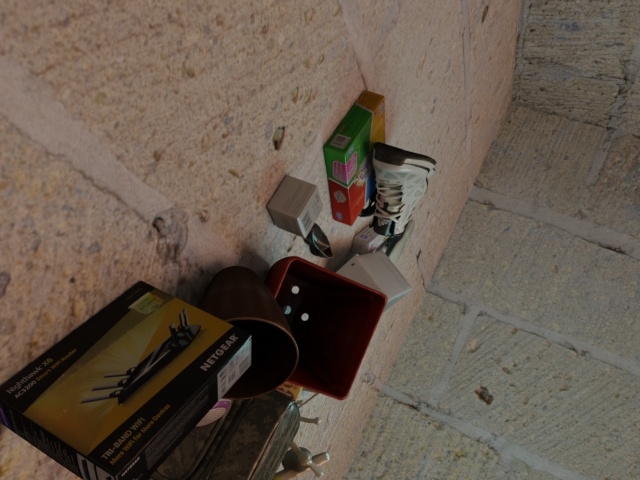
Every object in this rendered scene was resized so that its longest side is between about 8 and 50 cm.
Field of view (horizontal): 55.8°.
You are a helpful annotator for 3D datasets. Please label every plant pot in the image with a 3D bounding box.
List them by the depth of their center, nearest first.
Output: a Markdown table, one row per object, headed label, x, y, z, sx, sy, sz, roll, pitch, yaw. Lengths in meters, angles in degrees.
| label | x | y | z | sx | sy | sz | roll | pitch | yaw |
| --- | --- | --- | --- | --- | --- | --- | --- | --- | --- |
| plant pot | -0.167 | 0.161 | 1.224 | 0.230 | 0.215 | 0.215 | -106 | -161 | -53 |
| plant pot | -0.045 | 0.189 | 1.464 | 0.267 | 0.267 | 0.236 | -67 | -157 | -3 |

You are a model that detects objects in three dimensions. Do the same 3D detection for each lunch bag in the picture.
| label | x | y | z | sx | sy | sz | roll | pitch | yaw |
| --- | --- | --- | --- | --- | --- | --- | --- | --- | --- |
| lunch bag | -0.221 | 0.442 | 1.328 | 0.305 | 0.256 | 0.212 | -60 | 162 | -23 |

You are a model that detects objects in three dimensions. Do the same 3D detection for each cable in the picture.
| label | x | y | z | sx | sy | sz | roll | pitch | yaw |
| --- | --- | --- | --- | --- | --- | --- | --- | --- | --- |
| cable | 0.167 | -0.160 | 1.974 | 0.184 | 0.047 | 0.150 | -61 | 158 | -16 |

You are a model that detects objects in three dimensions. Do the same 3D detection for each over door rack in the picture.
| label | x | y | z | sx | sy | sz | roll | pitch | yaw |
| --- | --- | --- | --- | --- | --- | --- | --- | --- | --- |
| over door rack | -0.011 | 0.414 | 1.819 | 0.239 | 0.108 | 0.324 | -75 | -169 | -49 |

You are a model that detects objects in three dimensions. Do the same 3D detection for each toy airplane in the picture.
| label | x | y | z | sx | sy | sz | roll | pitch | yaw |
| --- | --- | --- | --- | --- | --- | --- | --- | --- | --- |
| toy airplane | -0.196 | 0.648 | 1.553 | 0.386 | 0.384 | 0.272 | -36 | 114 | -69 |

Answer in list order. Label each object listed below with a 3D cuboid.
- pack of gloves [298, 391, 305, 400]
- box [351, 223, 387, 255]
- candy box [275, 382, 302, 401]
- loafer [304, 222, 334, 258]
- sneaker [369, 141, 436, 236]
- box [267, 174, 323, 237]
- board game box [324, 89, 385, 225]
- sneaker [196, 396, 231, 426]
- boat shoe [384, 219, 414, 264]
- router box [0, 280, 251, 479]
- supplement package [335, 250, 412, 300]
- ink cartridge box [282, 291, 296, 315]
| label | x | y | z | sx | sy | sz | roll | pitch | yaw |
| --- | --- | --- | --- | --- | --- | --- | --- | --- | --- |
| pack of gloves | -0.051 | 0.498 | 2.092 | 0.232 | 0.046 | 0.195 | -59 | 158 | -24 |
| box | 0.212 | -0.035 | 2.183 | 0.324 | 0.063 | 0.067 | -37 | 142 | -54 |
| candy box | -0.103 | 0.405 | 1.726 | 0.183 | 0.088 | 0.316 | 180 | -66 | -83 |
| loafer | 0.000 | 0.000 | 1.701 | 0.062 | 0.061 | 0.170 | -61 | 157 | -15 |
| sneaker | 0.231 | -0.132 | 1.801 | 0.447 | 0.169 | 0.257 | 7 | 102 | -71 |
| box | -0.058 | -0.080 | 1.443 | 0.102 | 0.087 | 0.101 | -61 | 158 | -20 |
| board game box | 0.107 | -0.229 | 1.734 | 0.242 | 0.064 | 0.316 | -57 | 157 | -27 |
| sneaker | -0.323 | 0.296 | 1.166 | 0.305 | 0.152 | 0.114 | 10 | 127 | -49 |
| boat shoe | 0.295 | 0.001 | 2.402 | 0.254 | 0.079 | 0.095 | -59 | 155 | -29 |
| router box | -0.293 | 0.215 | 0.946 | 0.309 | 0.243 | 0.081 | -45 | 150 | -47 |
| supplement package | 0.151 | 0.160 | 1.994 | 0.175 | 0.177 | 0.293 | -41 | 166 | 19 |
| ink cartridge box | -0.111 | 0.212 | 1.636 | 0.150 | 0.063 | 0.109 | -68 | 159 | 1 |
